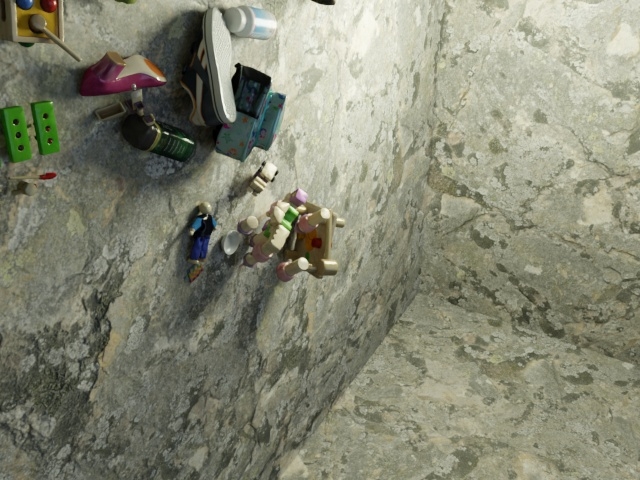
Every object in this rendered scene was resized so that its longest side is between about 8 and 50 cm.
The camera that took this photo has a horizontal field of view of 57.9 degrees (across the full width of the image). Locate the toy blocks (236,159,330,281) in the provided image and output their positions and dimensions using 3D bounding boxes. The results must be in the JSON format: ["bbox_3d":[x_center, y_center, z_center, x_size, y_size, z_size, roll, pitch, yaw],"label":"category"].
[{"bbox_3d":[-0.182,-0.044,1.973,0.309,0.260,0.289,38,55,-20],"label":"toy blocks"}]

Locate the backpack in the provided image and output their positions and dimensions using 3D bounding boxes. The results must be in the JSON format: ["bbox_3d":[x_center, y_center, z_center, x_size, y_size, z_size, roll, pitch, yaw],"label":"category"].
[{"bbox_3d":[-0.211,-0.353,1.689,0.254,0.191,0.225,-65,-171,1],"label":"backpack"}]

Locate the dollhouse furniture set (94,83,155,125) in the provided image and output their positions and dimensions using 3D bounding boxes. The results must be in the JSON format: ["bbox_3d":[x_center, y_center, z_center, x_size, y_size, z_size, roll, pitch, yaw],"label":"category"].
[{"bbox_3d":[-0.457,-0.306,1.342,0.114,0.091,0.081,-28,164,-25],"label":"dollhouse furniture set"}]

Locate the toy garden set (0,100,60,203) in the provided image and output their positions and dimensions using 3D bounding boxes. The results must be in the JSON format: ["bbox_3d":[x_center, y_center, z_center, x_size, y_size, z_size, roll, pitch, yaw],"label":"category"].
[{"bbox_3d":[-0.643,-0.161,1.162,0.244,0.049,0.204,-34,133,-52],"label":"toy garden set"}]

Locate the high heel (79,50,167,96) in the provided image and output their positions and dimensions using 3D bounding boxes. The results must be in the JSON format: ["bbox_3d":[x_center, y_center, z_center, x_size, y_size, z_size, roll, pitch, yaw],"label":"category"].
[{"bbox_3d":[-0.463,-0.377,1.378,0.117,0.082,0.244,-40,180,18],"label":"high heel"}]

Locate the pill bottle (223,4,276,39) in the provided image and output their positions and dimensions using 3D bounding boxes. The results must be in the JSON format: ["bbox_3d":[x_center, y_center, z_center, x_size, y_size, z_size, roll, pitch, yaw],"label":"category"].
[{"bbox_3d":[-0.204,-0.629,1.671,0.160,0.087,0.087,-22,125,-57],"label":"pill bottle"}]

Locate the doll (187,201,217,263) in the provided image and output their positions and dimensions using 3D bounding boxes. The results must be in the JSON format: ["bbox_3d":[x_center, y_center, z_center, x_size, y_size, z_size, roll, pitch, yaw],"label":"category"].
[{"bbox_3d":[-0.364,-0.024,1.774,0.129,0.046,0.189,-9,113,-62],"label":"doll"}]

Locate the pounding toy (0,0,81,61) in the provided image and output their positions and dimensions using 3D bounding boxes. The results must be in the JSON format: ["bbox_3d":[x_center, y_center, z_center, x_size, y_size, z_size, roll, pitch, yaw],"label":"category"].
[{"bbox_3d":[-0.549,-0.425,1.119,0.130,0.100,0.141,-24,127,-56],"label":"pounding toy"}]

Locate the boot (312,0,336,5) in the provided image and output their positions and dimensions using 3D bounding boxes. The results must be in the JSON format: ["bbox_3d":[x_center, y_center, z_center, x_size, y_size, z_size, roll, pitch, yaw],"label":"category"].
[{"bbox_3d":[-0.015,-0.946,1.801,0.377,0.138,0.285,27,81,-58],"label":"boot"}]

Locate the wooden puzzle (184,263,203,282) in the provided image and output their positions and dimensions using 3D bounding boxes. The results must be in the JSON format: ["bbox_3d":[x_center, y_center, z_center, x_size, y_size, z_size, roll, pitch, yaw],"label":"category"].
[{"bbox_3d":[-0.398,0.100,1.827,0.083,0.006,0.049,-49,145,-39],"label":"wooden puzzle"}]

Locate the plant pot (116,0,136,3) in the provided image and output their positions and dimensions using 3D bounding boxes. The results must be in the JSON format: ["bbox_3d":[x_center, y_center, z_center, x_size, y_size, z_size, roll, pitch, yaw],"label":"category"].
[{"bbox_3d":[-0.435,-0.573,1.287,0.083,0.083,0.079,-37,149,-49],"label":"plant pot"}]

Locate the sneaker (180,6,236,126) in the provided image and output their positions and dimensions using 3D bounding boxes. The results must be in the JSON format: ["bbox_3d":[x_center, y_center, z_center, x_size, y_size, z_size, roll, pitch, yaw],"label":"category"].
[{"bbox_3d":[-0.310,-0.463,1.551,0.126,0.127,0.322,25,59,-69],"label":"sneaker"}]

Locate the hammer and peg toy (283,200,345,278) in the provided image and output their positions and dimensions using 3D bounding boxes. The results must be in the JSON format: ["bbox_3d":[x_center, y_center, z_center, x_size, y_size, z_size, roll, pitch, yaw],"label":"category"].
[{"bbox_3d":[0.000,0.000,2.161,0.127,0.361,0.266,8,99,-28],"label":"hammer and peg toy"}]

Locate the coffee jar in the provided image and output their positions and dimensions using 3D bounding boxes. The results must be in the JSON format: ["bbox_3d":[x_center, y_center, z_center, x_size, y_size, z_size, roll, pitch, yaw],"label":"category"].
[{"bbox_3d":[-0.413,-0.262,1.478,0.079,0.096,0.184,-57,156,12],"label":"coffee jar"}]

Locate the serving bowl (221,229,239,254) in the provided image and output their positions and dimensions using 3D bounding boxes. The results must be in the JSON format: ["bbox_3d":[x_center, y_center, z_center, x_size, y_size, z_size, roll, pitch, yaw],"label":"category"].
[{"bbox_3d":[-0.304,0.004,1.926,0.083,0.027,0.084,-39,138,-47],"label":"serving bowl"}]
